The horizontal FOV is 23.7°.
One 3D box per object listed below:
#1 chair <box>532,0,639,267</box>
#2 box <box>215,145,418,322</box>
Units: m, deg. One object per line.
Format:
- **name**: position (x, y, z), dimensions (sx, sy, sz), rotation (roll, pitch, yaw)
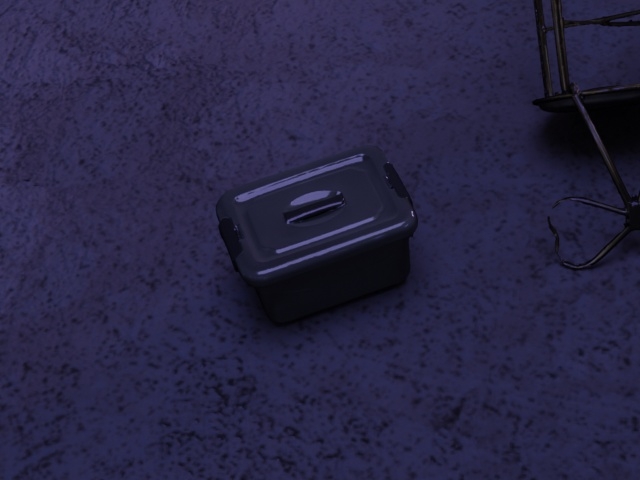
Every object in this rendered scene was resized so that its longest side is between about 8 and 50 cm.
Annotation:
- **chair**: position (0.278, -0.142, 1.458), dimensions (0.160, 0.170, 0.325), rotation (-5, 90, 0)
- **box**: position (0.000, 0.000, 1.400), dimensions (0.172, 0.093, 0.124), rotation (-18, 47, -6)
